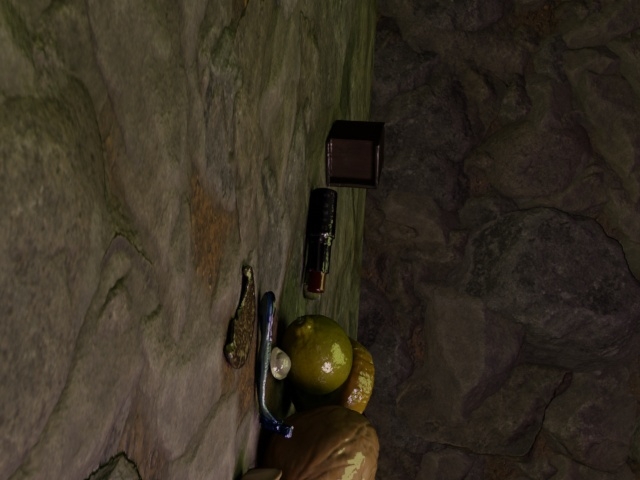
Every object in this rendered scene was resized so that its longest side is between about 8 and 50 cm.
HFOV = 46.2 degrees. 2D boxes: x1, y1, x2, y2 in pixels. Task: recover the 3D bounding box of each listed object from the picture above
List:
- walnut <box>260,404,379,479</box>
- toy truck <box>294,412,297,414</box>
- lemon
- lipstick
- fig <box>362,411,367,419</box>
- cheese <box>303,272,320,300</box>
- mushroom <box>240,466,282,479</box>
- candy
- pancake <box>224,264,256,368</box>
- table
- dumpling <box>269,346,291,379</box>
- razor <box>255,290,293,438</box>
[{"bbox_3d":[0.005,0.521,1.750,0.313,0.252,0.276,-21,122,-54],"label":"walnut"},{"bbox_3d":[-0.033,0.549,2.037,0.257,0.127,0.127,29,80,-80],"label":"toy truck"},{"bbox_3d":[-0.011,0.273,1.830,0.248,0.184,0.184,75,20,-47],"label":"lemon"},{"bbox_3d":[0.000,0.000,2.092,0.081,0.081,0.299,59,35,-75],"label":"lipstick"},{"bbox_3d":[0.062,0.662,2.547,0.190,0.191,0.290,-72,163,-58],"label":"fig"},{"bbox_3d":[-0.016,0.140,2.194,0.192,0.038,0.096,70,27,-68],"label":"cheese"},{"bbox_3d":[-0.097,0.590,1.479,0.173,0.162,0.236,-64,156,-72],"label":"mushroom"},{"bbox_3d":[0.030,0.371,1.979,0.118,0.260,0.259,26,61,-34],"label":"candy"},{"bbox_3d":[-0.147,0.149,1.400,0.190,0.020,0.184,-67,160,-68],"label":"pancake"},{"bbox_3d":[0.114,-0.270,2.412,0.193,0.169,0.172,-72,164,-59],"label":"table"},{"bbox_3d":[-0.097,0.291,1.741,0.059,0.043,0.077,-44,147,-43],"label":"dumpling"},{"bbox_3d":[-0.113,0.266,1.592,0.056,0.093,0.323,-16,110,-43],"label":"razor"}]
